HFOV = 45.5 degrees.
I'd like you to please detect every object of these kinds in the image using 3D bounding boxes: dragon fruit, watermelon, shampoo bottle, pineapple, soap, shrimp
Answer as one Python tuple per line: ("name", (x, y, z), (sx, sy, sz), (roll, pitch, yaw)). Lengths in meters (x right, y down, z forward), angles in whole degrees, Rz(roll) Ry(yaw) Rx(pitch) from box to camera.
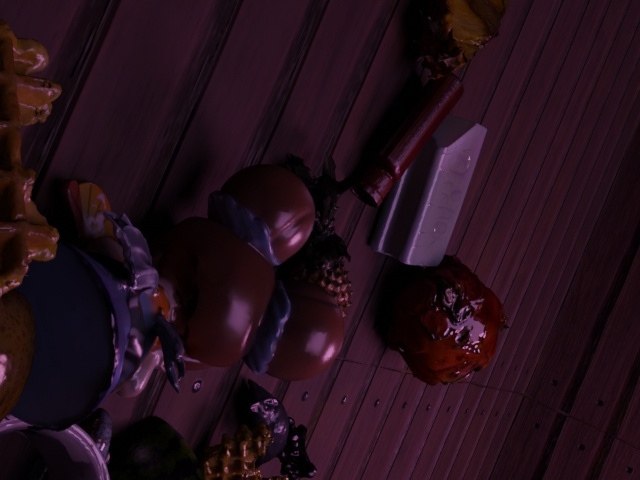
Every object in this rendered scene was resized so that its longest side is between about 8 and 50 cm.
("dragon fruit", (0.260, 0.172, 1.585), (0.315, 0.250, 0.250), (40, 74, -39))
("watermelon", (-0.226, 0.333, 1.032), (0.193, 0.137, 0.145), (26, 88, -37))
("shampoo bottle", (0.149, -0.175, 1.323), (0.260, 0.064, 0.102), (-53, 176, -13))
("pineapple", (0.000, 0.000, 1.182), (0.130, 0.119, 0.277), (-75, 171, -55))
("soap", (0.210, -0.100, 1.456), (0.173, 0.095, 0.289), (6, 103, -59))
("shrimp", (-0.319, 0.312, 0.931), (0.090, 0.079, 0.232), (28, 87, -23))
("pineapple", (0.203, -0.380, 1.289), (0.164, 0.140, 0.249), (36, 56, -17))

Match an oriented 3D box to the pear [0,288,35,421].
("pear", (-0.350, 0.084, 0.620), (0.211, 0.188, 0.228), (-49, 148, -20))

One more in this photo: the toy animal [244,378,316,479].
("toy animal", (-0.100, 0.318, 1.286), (0.117, 0.121, 0.210), (-23, 124, 10))

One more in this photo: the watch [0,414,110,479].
("watch", (-0.330, 0.275, 0.754), (0.244, 0.196, 0.231), (46, 51, -35))

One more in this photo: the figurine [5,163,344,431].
("figurine", (-0.158, 0.056, 0.865), (0.388, 0.248, 0.276), (-6, 83, -65))

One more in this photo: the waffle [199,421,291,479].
("waffle", (-0.114, 0.380, 1.226), (0.149, 0.051, 0.194), (-29, 122, 5))

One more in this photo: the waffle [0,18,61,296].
("waffle", (-0.313, -0.073, 0.553), (0.282, 0.058, 0.300), (28, 53, -27))
